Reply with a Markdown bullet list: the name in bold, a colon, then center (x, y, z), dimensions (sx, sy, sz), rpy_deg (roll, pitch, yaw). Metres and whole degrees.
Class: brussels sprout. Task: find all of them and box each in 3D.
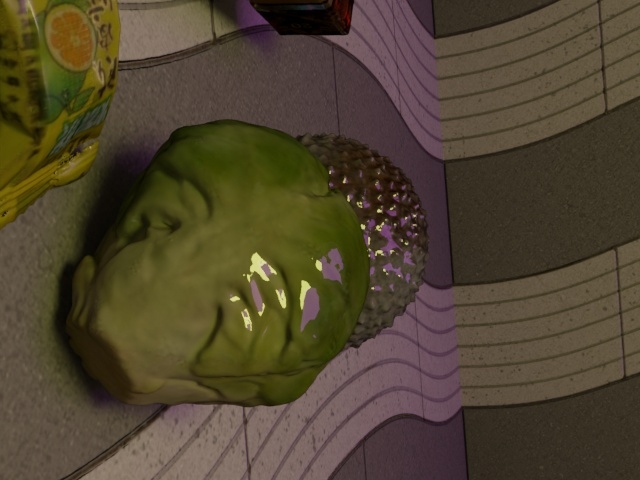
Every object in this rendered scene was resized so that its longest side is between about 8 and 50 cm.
- **brussels sprout**: center (-0.088, 0.039, 0.779), dimensions (0.273, 0.242, 0.317), rpy_deg (36, 70, -24)

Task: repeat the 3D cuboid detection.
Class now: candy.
- **candy**: center (-0.232, -0.155, 0.629), dimensions (0.187, 0.081, 0.297), rpy_deg (-50, 158, -56)

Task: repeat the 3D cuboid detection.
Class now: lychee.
- **lychee**: center (0.004, 0.003, 1.020), dimensions (0.300, 0.299, 0.300), rpy_deg (-4, 90, -69)

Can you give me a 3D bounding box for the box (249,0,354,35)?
- **box**: center (-0.050, -0.437, 0.911), dimensions (0.415, 0.115, 0.265), rpy_deg (17, 79, -72)
